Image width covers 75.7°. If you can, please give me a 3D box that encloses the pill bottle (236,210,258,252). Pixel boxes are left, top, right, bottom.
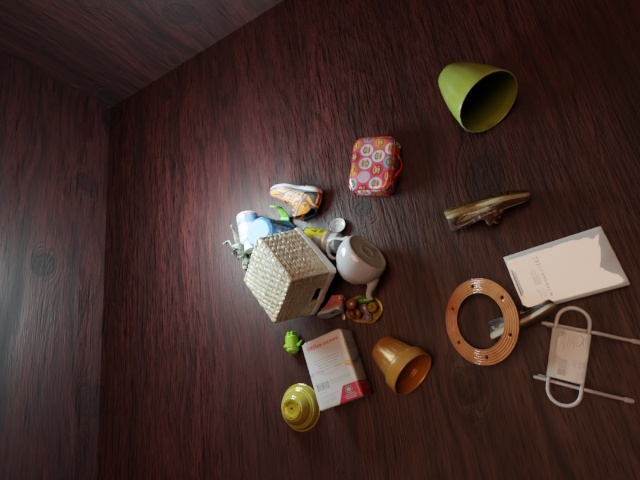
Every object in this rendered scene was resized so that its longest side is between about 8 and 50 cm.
[{"bbox_3d":[-0.397,-0.045,2.319,0.124,0.124,0.221,-22,67,23],"label":"pill bottle"}]

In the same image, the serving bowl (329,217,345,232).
[{"bbox_3d":[0.090,-0.072,2.102,0.084,0.027,0.083,-11,57,18],"label":"serving bowl"}]

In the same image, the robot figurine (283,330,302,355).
[{"bbox_3d":[-0.140,0.513,2.057,0.101,0.067,0.115,-17,69,31],"label":"robot figurine"}]

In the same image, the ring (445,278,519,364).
[{"bbox_3d":[0.632,0.317,1.620,0.337,0.032,0.335,-16,71,56],"label":"ring"}]

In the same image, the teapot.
[{"bbox_3d":[0.162,0.110,1.910,0.187,0.253,0.255,-51,26,29],"label":"teapot"}]

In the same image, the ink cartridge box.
[{"bbox_3d":[0.074,0.586,1.879,0.226,0.131,0.305,-27,64,21],"label":"ink cartridge box"}]

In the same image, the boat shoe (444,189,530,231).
[{"bbox_3d":[0.708,-0.120,1.736,0.343,0.123,0.123,-17,99,19],"label":"boat shoe"}]

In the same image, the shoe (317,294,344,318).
[{"bbox_3d":[0.053,0.320,1.994,0.178,0.064,0.081,-31,40,46],"label":"shoe"}]

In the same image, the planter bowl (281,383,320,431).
[{"bbox_3d":[-0.116,0.796,1.954,0.218,0.090,0.216,-8,73,27],"label":"planter bowl"}]

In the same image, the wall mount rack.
[{"bbox_3d":[0.932,0.419,1.449,0.305,0.131,0.349,8,81,34],"label":"wall mount rack"}]

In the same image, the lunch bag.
[{"bbox_3d":[0.283,-0.365,2.023,0.259,0.120,0.292,3,78,30],"label":"lunch bag"}]

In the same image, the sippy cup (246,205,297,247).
[{"bbox_3d":[-0.260,-0.018,2.176,0.240,0.224,0.305,-32,63,18],"label":"sippy cup"}]

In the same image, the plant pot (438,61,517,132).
[{"bbox_3d":[0.659,-0.674,1.832,0.275,0.275,0.293,-41,46,14],"label":"plant pot"}]

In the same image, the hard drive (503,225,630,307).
[{"bbox_3d":[0.924,0.115,1.575,0.353,0.047,0.232,-22,67,24],"label":"hard drive"}]

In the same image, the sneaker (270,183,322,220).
[{"bbox_3d":[-0.150,-0.203,2.221,0.322,0.125,0.179,6,79,31],"label":"sneaker"}]

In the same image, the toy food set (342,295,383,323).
[{"bbox_3d":[0.178,0.319,1.927,0.218,0.071,0.128,-3,75,29],"label":"toy food set"}]

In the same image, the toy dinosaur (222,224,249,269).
[{"bbox_3d":[-0.483,0.037,2.346,0.118,0.064,0.267,-7,110,39],"label":"toy dinosaur"}]

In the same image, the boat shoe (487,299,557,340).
[{"bbox_3d":[0.747,0.288,1.558,0.285,0.103,0.092,-52,45,43],"label":"boat shoe"}]

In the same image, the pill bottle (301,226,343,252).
[{"bbox_3d":[0.000,0.000,2.085,0.209,0.119,0.119,9,81,30],"label":"pill bottle"}]

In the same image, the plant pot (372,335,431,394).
[{"bbox_3d":[0.324,0.506,1.734,0.188,0.205,0.205,36,96,47],"label":"plant pot"}]

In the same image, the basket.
[{"bbox_3d":[-0.154,0.172,1.972,0.331,0.267,0.328,48,133,30],"label":"basket"}]
